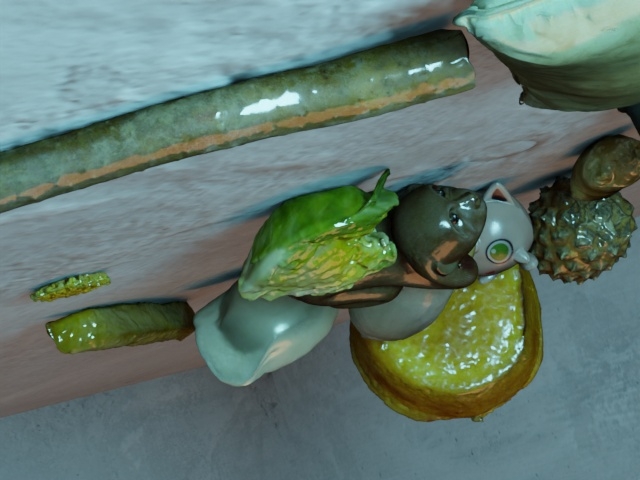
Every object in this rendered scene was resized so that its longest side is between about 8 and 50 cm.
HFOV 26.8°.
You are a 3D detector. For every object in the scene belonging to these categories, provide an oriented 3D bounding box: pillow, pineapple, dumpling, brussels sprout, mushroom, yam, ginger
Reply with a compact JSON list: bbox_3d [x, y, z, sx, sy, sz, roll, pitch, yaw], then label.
[{"bbox_3d":[0.196,-0.136,0.846,0.185,0.074,0.302,-18,173,14],"label":"pillow"},{"bbox_3d":[0.366,-0.013,1.953,0.166,0.166,0.193,-15,166,-22],"label":"pineapple"},{"bbox_3d":[-0.066,0.098,1.860,0.250,0.162,0.132,-38,144,-26],"label":"dumpling"},{"bbox_3d":[-0.002,-0.002,1.360,0.181,0.100,0.139,-18,164,11],"label":"brussels sprout"},{"bbox_3d":[0.115,0.048,1.762,0.128,0.128,0.350,-16,160,-17],"label":"mushroom"},{"bbox_3d":[-0.064,-0.072,0.822,0.327,0.045,0.045,-16,-155,-8],"label":"yam"},{"bbox_3d":[0.364,-0.091,1.706,0.095,0.068,0.190,-13,174,-2],"label":"ginger"}]

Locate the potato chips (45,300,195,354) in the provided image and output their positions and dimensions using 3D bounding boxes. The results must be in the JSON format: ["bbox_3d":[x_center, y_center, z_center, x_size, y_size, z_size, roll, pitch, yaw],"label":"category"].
[{"bbox_3d":[-0.245,0.116,1.837,0.080,0.057,0.407,-23,173,15],"label":"potato chips"}]

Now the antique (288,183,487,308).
[{"bbox_3d":[0.072,0.006,1.543,0.257,0.121,0.143,-13,167,24],"label":"antique"}]

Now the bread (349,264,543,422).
[{"bbox_3d":[0.184,0.111,1.985,0.312,0.312,0.172,-18,160,-1],"label":"bread"}]

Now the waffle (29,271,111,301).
[{"bbox_3d":[-0.265,0.050,1.412,0.078,0.016,0.085,-20,173,16],"label":"waffle"}]

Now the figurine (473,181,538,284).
[{"bbox_3d":[0.222,-0.008,1.795,0.125,0.138,0.125,-29,-153,16],"label":"figurine"}]

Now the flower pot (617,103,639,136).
[{"bbox_3d":[0.401,-0.121,1.401,0.157,0.106,0.157,-19,175,-2],"label":"flower pot"}]
